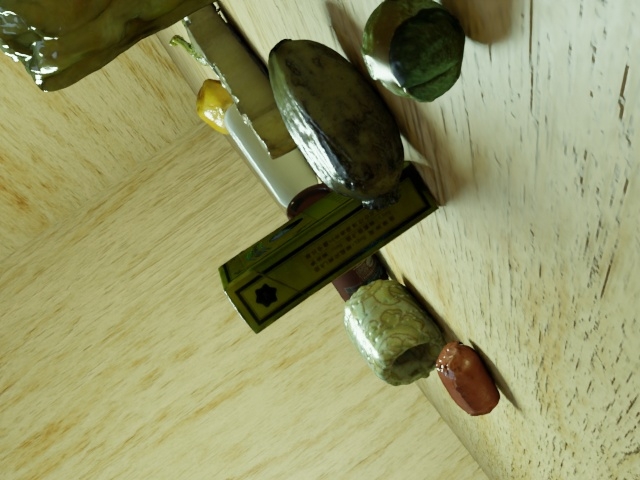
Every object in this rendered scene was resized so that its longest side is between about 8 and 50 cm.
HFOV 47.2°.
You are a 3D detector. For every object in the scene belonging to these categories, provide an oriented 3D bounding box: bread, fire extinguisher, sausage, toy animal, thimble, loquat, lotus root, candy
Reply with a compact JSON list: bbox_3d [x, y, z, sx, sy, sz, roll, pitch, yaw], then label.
[{"bbox_3d":[-0.197,-0.271,0.653,0.196,0.252,0.238,58,171,-4],"label":"bread"},{"bbox_3d":[0.055,0.060,1.370,0.344,0.102,0.138,57,-147,-34],"label":"fire extinguisher"},{"bbox_3d":[0.220,0.209,1.098,0.141,0.076,0.076,56,176,-35],"label":"sausage"},{"bbox_3d":[-0.200,-0.362,1.251,0.136,0.073,0.181,44,161,16],"label":"toy animal"},{"bbox_3d":[0.133,0.165,1.290,0.143,0.137,0.190,52,-173,35],"label":"thimble"},{"bbox_3d":[-0.212,-0.301,1.611,0.137,0.113,0.137,34,-164,-12],"label":"loquat"},{"bbox_3d":[-0.119,-0.248,1.169,0.260,0.075,0.170,54,179,4],"label":"lotus root"},{"bbox_3d":[0.018,-0.108,0.659,0.179,0.081,0.089,58,155,-3],"label":"lotus root"},{"bbox_3d":[0.026,-0.163,0.372,0.202,0.061,0.061,65,171,-30],"label":"candy"}]

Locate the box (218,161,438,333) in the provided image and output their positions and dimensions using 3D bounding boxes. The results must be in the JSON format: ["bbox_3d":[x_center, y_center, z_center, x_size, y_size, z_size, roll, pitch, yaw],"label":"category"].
[{"bbox_3d":[0.000,0.000,0.765,0.064,0.220,0.141,55,177,-11],"label":"box"}]

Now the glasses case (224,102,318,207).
[{"bbox_3d":[-0.090,-0.166,1.379,0.233,0.092,0.059,54,175,-17],"label":"glasses case"}]
